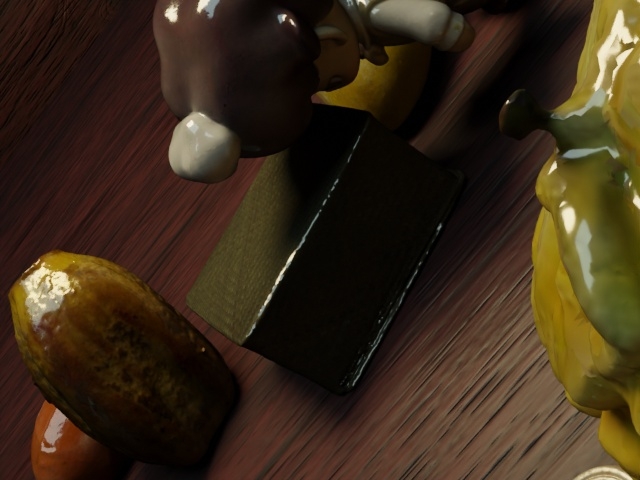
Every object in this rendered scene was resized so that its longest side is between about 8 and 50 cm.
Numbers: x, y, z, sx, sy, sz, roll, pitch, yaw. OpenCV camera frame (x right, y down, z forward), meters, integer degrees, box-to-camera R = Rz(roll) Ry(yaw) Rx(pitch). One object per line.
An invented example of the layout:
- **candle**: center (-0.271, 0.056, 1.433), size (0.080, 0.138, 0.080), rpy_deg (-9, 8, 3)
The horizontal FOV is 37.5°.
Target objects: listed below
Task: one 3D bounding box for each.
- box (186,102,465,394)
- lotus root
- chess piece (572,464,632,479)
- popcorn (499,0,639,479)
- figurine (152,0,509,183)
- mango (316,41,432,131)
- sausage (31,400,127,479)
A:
- **box**: center (0.002, 0.001, 1.013), size (0.273, 0.143, 0.184), rpy_deg (-61, 30, -5)
- **lotus root**: center (-0.245, 0.138, 1.116), size (0.193, 0.291, 0.193), rpy_deg (-41, 16, 14)
- **chess piece**: center (0.198, 0.195, 0.640), size (0.083, 0.038, 0.084), rpy_deg (-36, 34, 29)
- **popcorn**: center (0.277, -0.016, 0.480), size (0.349, 0.381, 0.349), rpy_deg (10, -90, -82)
- **figurine**: center (0.004, -0.201, 0.963), size (0.218, 0.365, 0.206), rpy_deg (54, 145, 44)
- **mango**: center (0.033, -0.292, 1.209), size (0.221, 0.199, 0.384), rpy_deg (-34, 49, 24)
- **sausage**: center (-0.302, 0.220, 1.259), size (0.133, 0.133, 0.258), rpy_deg (-1, 61, 55)
